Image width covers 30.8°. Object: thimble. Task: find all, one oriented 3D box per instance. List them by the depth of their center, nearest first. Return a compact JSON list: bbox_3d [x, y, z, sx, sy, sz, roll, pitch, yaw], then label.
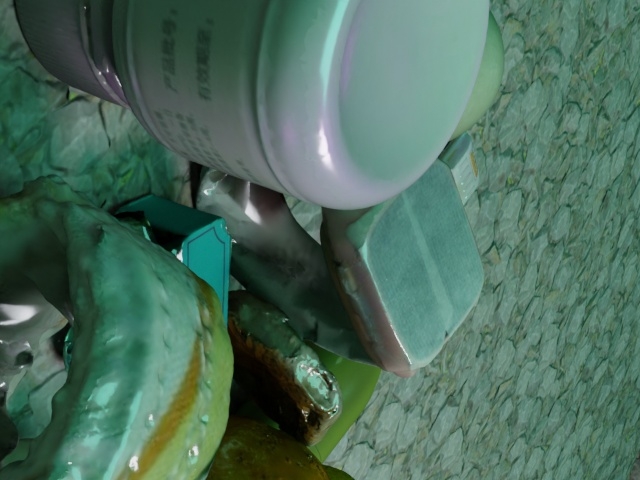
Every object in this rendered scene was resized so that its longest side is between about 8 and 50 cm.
[{"bbox_3d":[-0.205,0.103,0.847,0.167,0.254,0.288,43,59,-58],"label":"thimble"}]

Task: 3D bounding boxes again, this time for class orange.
[{"bbox_3d":[-0.099,0.285,1.128,0.240,0.240,0.240,-33,133,-44],"label":"orange"}]

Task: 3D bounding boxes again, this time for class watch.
[{"bbox_3d":[0.000,0.000,1.101,0.162,0.241,0.253,-45,125,-38],"label":"watch"}]

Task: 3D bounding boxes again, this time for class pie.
[{"bbox_3d":[-0.050,0.123,1.155,0.046,0.195,0.195,-38,138,-23],"label":"pie"}]

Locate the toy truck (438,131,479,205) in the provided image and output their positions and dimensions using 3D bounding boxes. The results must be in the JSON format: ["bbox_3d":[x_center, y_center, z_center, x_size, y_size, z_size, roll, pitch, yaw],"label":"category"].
[{"bbox_3d":[0.101,-0.039,1.355,0.227,0.114,0.098,-53,145,-24],"label":"toy truck"}]

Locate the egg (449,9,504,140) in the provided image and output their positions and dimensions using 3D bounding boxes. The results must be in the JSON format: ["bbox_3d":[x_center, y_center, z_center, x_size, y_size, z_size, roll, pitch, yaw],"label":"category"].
[{"bbox_3d":[0.087,-0.186,1.181,0.253,0.187,0.186,0,107,-54],"label":"egg"}]

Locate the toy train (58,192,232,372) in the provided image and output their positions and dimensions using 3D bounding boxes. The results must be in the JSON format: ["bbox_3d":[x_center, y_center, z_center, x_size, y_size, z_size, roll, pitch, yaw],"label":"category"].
[{"bbox_3d":[-0.152,0.055,1.043,0.154,0.107,0.197,-33,134,-54],"label":"toy train"}]

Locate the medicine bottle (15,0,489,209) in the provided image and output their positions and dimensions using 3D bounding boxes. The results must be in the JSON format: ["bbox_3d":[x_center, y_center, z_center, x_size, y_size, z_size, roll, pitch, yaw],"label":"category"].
[{"bbox_3d":[-0.055,-0.172,0.866,0.241,0.302,0.241,-35,135,-43],"label":"medicine bottle"}]

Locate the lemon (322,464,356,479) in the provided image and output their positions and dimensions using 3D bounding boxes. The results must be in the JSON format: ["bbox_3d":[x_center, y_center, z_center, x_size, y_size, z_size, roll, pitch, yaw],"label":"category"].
[{"bbox_3d":[-0.012,0.350,1.342,0.203,0.178,0.178,-84,-171,-81],"label":"lemon"}]

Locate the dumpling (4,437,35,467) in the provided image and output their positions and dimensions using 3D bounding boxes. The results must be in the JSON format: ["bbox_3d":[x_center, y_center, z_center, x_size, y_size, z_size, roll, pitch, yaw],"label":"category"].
[{"bbox_3d":[-0.229,0.253,0.996,0.150,0.176,0.092,-60,168,13],"label":"dumpling"}]

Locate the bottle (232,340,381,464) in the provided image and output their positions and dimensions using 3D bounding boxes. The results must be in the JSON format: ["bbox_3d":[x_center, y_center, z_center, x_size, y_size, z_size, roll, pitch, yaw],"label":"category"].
[{"bbox_3d":[0.001,0.165,1.322,0.260,0.112,0.112,-48,143,-30],"label":"bottle"}]
